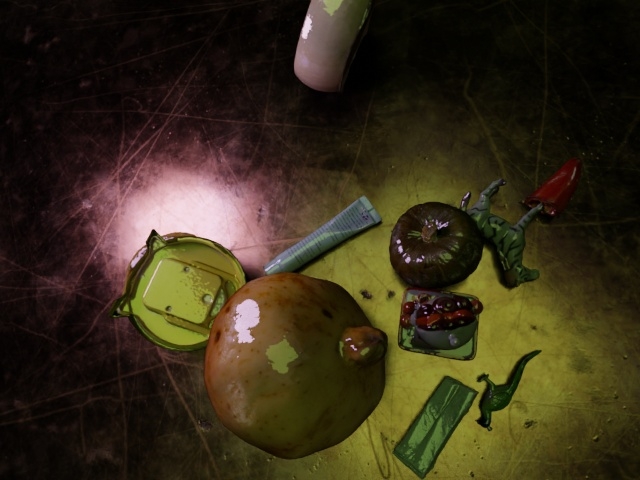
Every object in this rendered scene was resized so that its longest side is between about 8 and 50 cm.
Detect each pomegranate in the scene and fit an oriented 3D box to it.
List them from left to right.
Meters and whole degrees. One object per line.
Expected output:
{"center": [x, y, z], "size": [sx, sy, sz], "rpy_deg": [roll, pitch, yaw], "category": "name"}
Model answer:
{"center": [-0.033, 0.242, 0.837], "size": [0.411, 0.410, 0.409], "rpy_deg": [-3, 75, 12], "category": "pomegranate"}

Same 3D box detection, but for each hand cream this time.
{"center": [0.000, 0.000, 1.068], "size": [0.331, 0.058, 0.085], "rpy_deg": [-34, 69, 2], "category": "hand cream"}

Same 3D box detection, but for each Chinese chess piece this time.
{"center": [0.049, -0.562, 1.065], "size": [0.141, 0.338, 0.337], "rpy_deg": [21, 80, -3], "category": "Chinese chess piece"}

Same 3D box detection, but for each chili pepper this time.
{"center": [0.582, -0.140, 0.984], "size": [0.169, 0.065, 0.088], "rpy_deg": [-48, 45, -10], "category": "chili pepper"}

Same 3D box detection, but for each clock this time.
{"center": [-0.324, 0.127, 0.991], "size": [0.294, 0.071, 0.276], "rpy_deg": [27, 71, -1], "category": "clock"}

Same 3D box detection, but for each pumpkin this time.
{"center": [0.263, 0.009, 0.939], "size": [0.219, 0.162, 0.218], "rpy_deg": [-12, 57, 19], "category": "pumpkin"}

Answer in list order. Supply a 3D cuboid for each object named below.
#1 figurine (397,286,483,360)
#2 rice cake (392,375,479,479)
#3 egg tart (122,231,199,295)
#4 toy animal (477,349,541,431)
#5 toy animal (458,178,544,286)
{"center": [0.261, 0.173, 0.877], "size": [0.184, 0.226, 0.160], "rpy_deg": [6, 78, 14], "category": "figurine"}
{"center": [0.258, 0.409, 0.905], "size": [0.085, 0.040, 0.226], "rpy_deg": [33, 85, 36], "category": "rice cake"}
{"center": [-0.374, 0.121, 1.087], "size": [0.291, 0.115, 0.289], "rpy_deg": [-1, 78, 4], "category": "egg tart"}
{"center": [0.404, 0.313, 0.909], "size": [0.075, 0.041, 0.216], "rpy_deg": [34, 80, 21], "category": "toy animal"}
{"center": [0.453, -0.030, 0.965], "size": [0.170, 0.090, 0.255], "rpy_deg": [-34, 68, 6], "category": "toy animal"}
